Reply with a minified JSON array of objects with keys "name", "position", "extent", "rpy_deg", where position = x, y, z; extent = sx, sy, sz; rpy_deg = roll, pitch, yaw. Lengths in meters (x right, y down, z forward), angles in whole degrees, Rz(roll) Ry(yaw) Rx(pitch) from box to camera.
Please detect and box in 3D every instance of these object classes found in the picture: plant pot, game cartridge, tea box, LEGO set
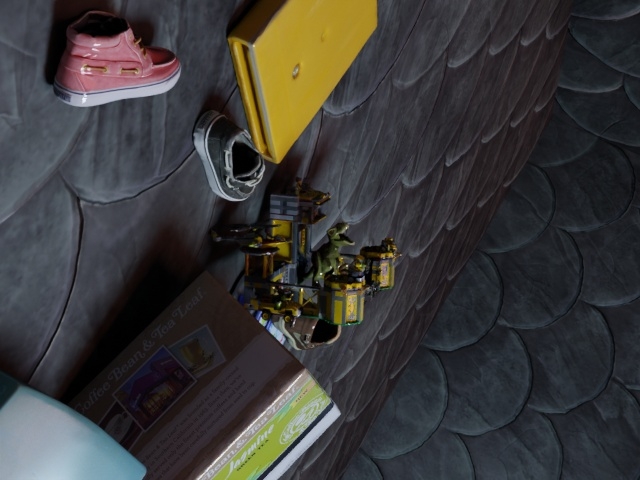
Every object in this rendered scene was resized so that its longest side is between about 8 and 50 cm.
[{"name":"plant pot","position":[-0.352,0.245,1.062],"extent":[0.165,0.166,0.234],"rpy_deg":[-54,143,-26]},{"name":"game cartridge","position":[-0.014,-0.316,1.389],"extent":[0.323,0.053,0.285],"rpy_deg":[-57,161,-23]},{"name":"tea box","position":[-0.177,0.271,1.377],"extent":[0.329,0.220,0.323],"rpy_deg":[-45,157,-7]},{"name":"LEGO set","position":[0.000,0.000,1.516],"extent":[0.331,0.255,0.192],"rpy_deg":[-24,119,-63]}]

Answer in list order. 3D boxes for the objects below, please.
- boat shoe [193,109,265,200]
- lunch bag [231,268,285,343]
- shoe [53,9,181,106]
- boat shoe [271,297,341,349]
[{"name":"boat shoe","position":[-0.121,-0.107,1.340],"extent":[0.077,0.070,0.219],"rpy_deg":[-59,161,-13]},{"name":"lunch bag","position":[-0.124,0.164,1.684],"extent":[0.219,0.090,0.176],"rpy_deg":[-65,159,2]},{"name":"shoe","position":[-0.206,-0.201,0.991],"extent":[0.178,0.063,0.081],"rpy_deg":[-29,148,-52]},{"name":"boat shoe","position":[-0.010,0.164,1.694],"extent":[0.095,0.095,0.257],"rpy_deg":[-67,161,-5]}]
